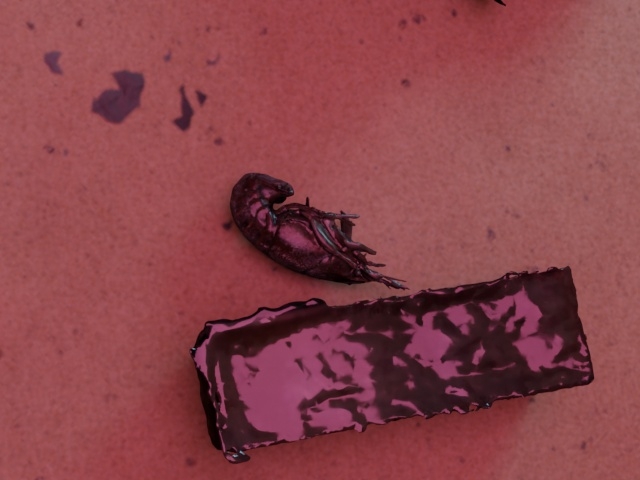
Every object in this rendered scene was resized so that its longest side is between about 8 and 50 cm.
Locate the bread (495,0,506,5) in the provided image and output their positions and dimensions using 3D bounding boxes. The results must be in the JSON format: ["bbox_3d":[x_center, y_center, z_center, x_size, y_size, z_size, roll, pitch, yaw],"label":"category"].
[{"bbox_3d":[0.119,-0.287,1.515,0.169,0.140,0.160,-1,68,-10],"label":"bread"}]

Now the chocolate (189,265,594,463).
[{"bbox_3d":[0.047,0.097,1.437,0.321,0.112,0.112,-10,83,-17],"label":"chocolate"}]

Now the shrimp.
[{"bbox_3d":[0.000,0.000,1.472,0.165,0.056,0.065,25,68,-11],"label":"shrimp"}]
